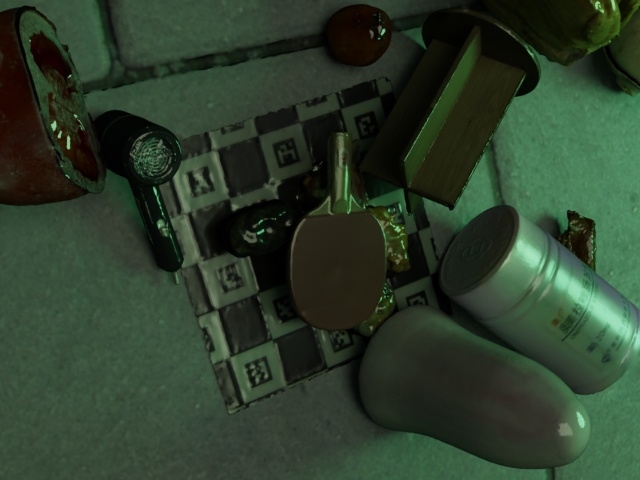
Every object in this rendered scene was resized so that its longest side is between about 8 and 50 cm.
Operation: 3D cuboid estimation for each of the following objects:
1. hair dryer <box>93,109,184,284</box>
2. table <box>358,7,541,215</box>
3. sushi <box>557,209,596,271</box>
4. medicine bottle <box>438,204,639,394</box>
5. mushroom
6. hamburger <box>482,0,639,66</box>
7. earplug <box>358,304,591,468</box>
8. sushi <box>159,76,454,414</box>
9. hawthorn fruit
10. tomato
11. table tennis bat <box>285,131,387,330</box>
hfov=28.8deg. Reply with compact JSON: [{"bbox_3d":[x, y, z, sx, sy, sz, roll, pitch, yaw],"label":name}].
[{"bbox_3d":[-0.195,-0.041,1.447,0.071,0.124,0.219,-26,118,-22],"label":"hair dryer"},{"bbox_3d":[0.156,-0.153,1.574,0.167,0.167,0.227,38,69,-22],"label":"table"},{"bbox_3d":[0.359,0.017,1.756,0.060,0.061,0.118,0,84,13],"label":"sushi"},{"bbox_3d":[0.296,0.080,1.667,0.254,0.152,0.152,37,74,-23],"label":"medicine bottle"},{"bbox_3d":[0.475,-0.262,1.781,0.154,0.122,0.154,18,44,-19],"label":"mushroom"},{"bbox_3d":[0.292,-0.357,1.592,0.259,0.283,0.144,43,78,-3],"label":"hamburger"},{"bbox_3d":[0.203,0.196,1.518,0.172,0.301,0.172,-10,107,-34],"label":"earplug"},{"bbox_3d":[0.000,0.000,1.565,0.359,0.064,0.343,-20,100,-25],"label":"sushi"},{"bbox_3d":[0.053,-0.262,1.572,0.081,0.093,0.081,0,90,-26],"label":"hawthorn fruit"},{"bbox_3d":[-0.340,-0.131,1.339,0.155,0.181,0.214,-17,75,5],"label":"tomato"},{"bbox_3d":[0.021,-0.010,1.531,0.138,0.022,0.247,-2,98,-27],"label":"table tennis bat"}]
